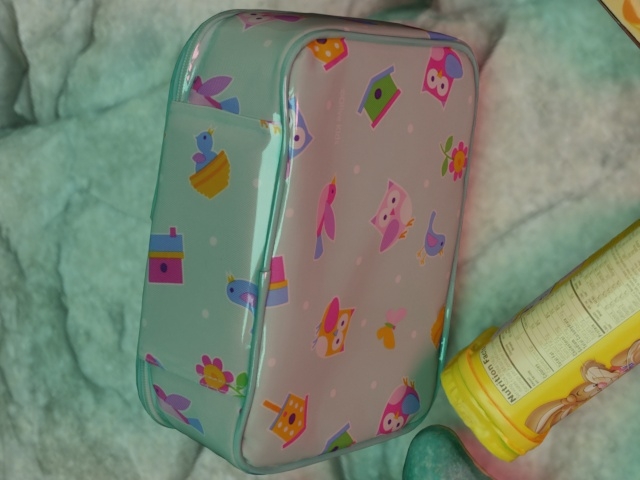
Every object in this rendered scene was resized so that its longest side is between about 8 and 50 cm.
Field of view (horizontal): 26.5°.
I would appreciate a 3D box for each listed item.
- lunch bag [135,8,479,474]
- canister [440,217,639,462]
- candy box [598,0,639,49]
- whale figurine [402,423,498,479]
[{"bbox_3d":[0.000,0.000,0.847,0.108,0.224,0.279,18,106,35],"label":"lunch bag"},{"bbox_3d":[0.168,0.052,0.843,0.170,0.126,0.073,-41,84,20],"label":"canister"},{"bbox_3d":[0.267,-0.260,0.770,0.316,0.087,0.183,-42,83,22],"label":"candy box"},{"bbox_3d":[0.032,0.253,0.912,0.216,0.141,0.272,41,117,9],"label":"whale figurine"}]
